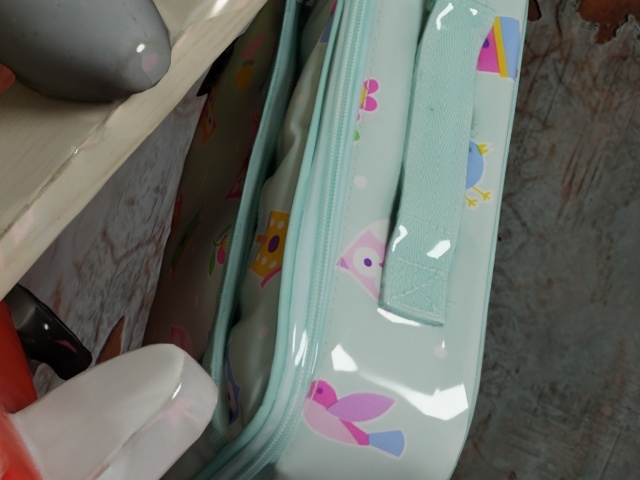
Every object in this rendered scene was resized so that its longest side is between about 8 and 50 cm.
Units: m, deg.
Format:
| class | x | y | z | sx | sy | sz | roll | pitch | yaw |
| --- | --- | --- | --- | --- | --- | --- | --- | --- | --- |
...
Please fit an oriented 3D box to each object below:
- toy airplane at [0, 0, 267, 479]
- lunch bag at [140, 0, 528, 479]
| class | x | y | z | sx | sy | sz | roll | pitch | yaw |
| --- | --- | --- | --- | --- | --- | --- | --- | --- | --- |
| toy airplane | -0.206 | 0.033 | 0.761 | 0.384 | 0.272 | 0.386 | -29 | -158 | 37 |
| lunch bag | 0.000 | 0.000 | 0.809 | 0.224 | 0.108 | 0.279 | 127 | -25 | -57 |
